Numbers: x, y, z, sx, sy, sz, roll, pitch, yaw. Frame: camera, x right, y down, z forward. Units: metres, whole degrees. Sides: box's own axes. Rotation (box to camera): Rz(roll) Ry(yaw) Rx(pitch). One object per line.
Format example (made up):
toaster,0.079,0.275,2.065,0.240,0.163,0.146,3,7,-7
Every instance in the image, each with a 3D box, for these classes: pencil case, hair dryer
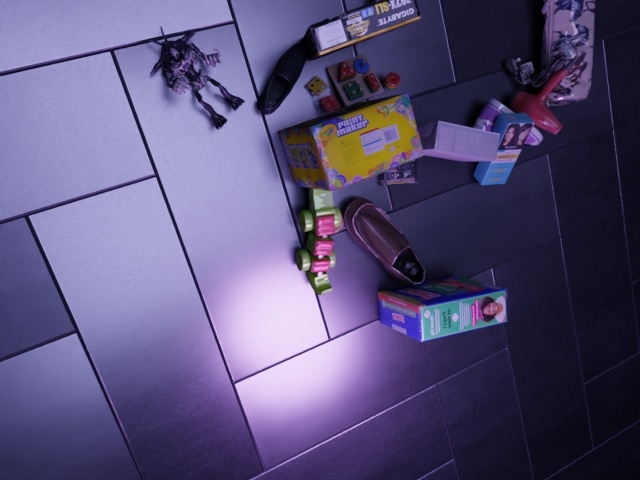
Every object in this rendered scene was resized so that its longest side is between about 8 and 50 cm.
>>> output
pencil case,0.821,-0.653,1.740,0.184,0.160,0.409,-3,100,-10
hair dryer,0.732,-0.488,1.691,0.080,0.224,0.293,-27,105,-48

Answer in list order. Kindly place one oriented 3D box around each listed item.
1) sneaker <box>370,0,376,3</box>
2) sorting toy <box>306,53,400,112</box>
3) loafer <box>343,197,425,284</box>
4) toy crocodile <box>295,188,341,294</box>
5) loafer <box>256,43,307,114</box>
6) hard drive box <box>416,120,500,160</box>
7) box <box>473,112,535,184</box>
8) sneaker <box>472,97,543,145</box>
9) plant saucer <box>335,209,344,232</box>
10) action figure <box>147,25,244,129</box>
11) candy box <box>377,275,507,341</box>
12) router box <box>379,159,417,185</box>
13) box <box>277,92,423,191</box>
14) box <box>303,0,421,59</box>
sneaker,0.221,-0.735,1.522,0.131,0.087,0.227,12,89,-17
sorting toy,0.099,-0.476,1.515,0.275,0.046,0.132,-25,85,-16
loafer,0.222,0.007,1.627,0.366,0.130,0.133,44,82,-22
toy crocodile,0.000,0.000,1.534,0.115,0.105,0.340,-4,113,-22
loafer,-0.100,-0.452,1.446,0.076,0.078,0.223,32,86,-24
hard drive box,0.408,-0.307,1.621,0.232,0.181,0.089,6,96,-24
box,0.600,-0.297,1.695,0.101,0.060,0.244,-6,136,-17
sneaker,0.625,-0.357,1.760,0.282,0.102,0.161,21,110,-29
plant saucer,0.039,-0.060,1.604,0.084,0.015,0.083,-4,101,-21
action figure,-0.320,-0.429,1.330,0.164,0.141,0.275,-48,116,-6
candy box,0.383,0.210,1.652,0.318,0.268,0.122,-10,98,-21
router box,0.248,-0.225,1.647,0.123,0.038,0.092,-7,101,-20
box,0.076,-0.272,1.439,0.290,0.279,0.176,-23,107,-17
box,0.093,-0.552,1.340,0.257,0.322,0.079,-21,108,2
